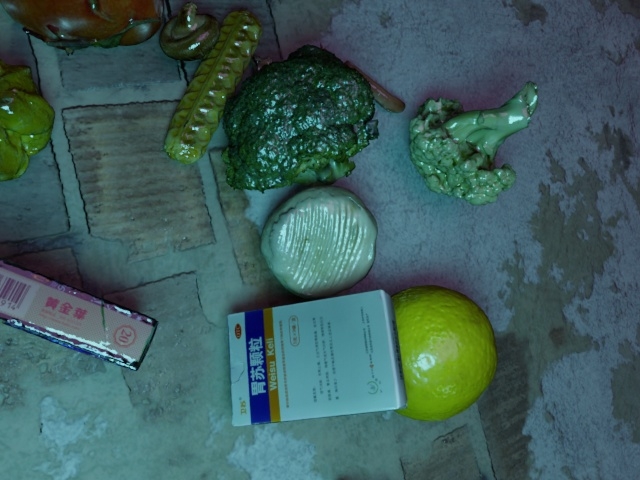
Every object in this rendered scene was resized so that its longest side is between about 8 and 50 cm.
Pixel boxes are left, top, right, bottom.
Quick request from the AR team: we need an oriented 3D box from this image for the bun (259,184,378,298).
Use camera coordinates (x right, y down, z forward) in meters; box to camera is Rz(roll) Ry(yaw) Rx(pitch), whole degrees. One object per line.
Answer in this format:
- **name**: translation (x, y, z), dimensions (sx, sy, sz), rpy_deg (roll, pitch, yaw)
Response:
- **bun**: translation (0.000, 0.000, 1.095), dimensions (0.239, 0.141, 0.239), rpy_deg (-5, 110, -13)

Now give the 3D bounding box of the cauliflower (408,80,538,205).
- **cauliflower**: translation (0.342, -0.208, 1.231), dimensions (0.327, 0.281, 0.260), rpy_deg (8, 81, -35)

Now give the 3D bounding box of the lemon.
- **lemon**: translation (0.216, 0.225, 1.100), dimensions (0.293, 0.293, 0.293), rpy_deg (5, 79, -26)

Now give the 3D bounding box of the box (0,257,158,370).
- **box**: translation (-0.426, 0.108, 0.839), dimensions (0.310, 0.198, 0.084), rpy_deg (27, 70, -20)

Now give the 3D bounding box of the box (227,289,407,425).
- **box**: translation (-0.009, 0.215, 0.972), dimensions (0.300, 0.106, 0.200), rpy_deg (-10, 72, 13)

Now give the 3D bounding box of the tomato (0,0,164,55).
- **tomato**: translation (-0.422, -0.496, 0.962), dimensions (0.309, 0.170, 0.308), rpy_deg (5, 80, -27)

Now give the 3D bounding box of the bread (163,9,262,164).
- **bread**: translation (-0.212, -0.315, 1.090), dimensions (0.077, 0.084, 0.367), rpy_deg (49, 57, -56)

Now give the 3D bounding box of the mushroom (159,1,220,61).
- **mushroom**: translation (-0.256, -0.403, 1.063), dimensions (0.085, 0.126, 0.109), rpy_deg (3, 104, -63)

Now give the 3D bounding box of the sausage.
- **sausage**: translation (0.125, -0.358, 1.284), dimensions (0.186, 0.043, 0.043), rpy_deg (32, 69, -17)

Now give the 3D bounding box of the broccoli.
- **broccoli**: translation (-0.044, -0.216, 1.042), dimensions (0.283, 0.321, 0.303), rpy_deg (53, 21, -53)

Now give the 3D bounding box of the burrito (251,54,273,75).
- **burrito**: translation (-0.106, -0.315, 1.162), dimensions (0.051, 0.042, 0.171), rpy_deg (-16, 85, -27)

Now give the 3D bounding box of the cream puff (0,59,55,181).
- **cream puff**: translation (-0.559, -0.193, 0.850), dimensions (0.244, 0.196, 0.244), rpy_deg (0, 90, 2)

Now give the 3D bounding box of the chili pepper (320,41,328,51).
- **chili pepper**: translation (0.039, -0.372, 1.247), dimensions (0.045, 0.027, 0.178), rpy_deg (-31, 97, -2)
